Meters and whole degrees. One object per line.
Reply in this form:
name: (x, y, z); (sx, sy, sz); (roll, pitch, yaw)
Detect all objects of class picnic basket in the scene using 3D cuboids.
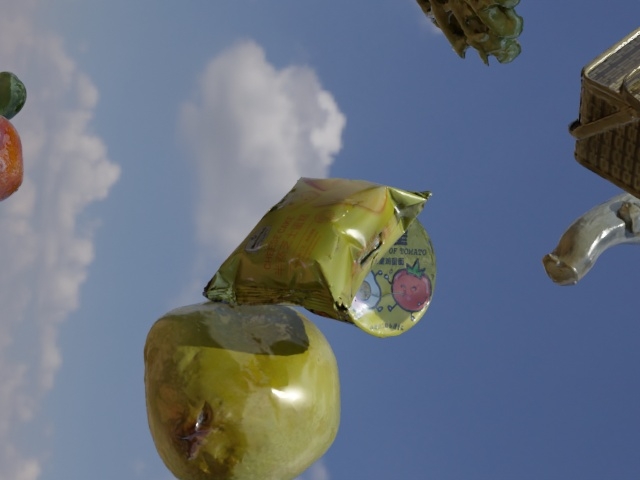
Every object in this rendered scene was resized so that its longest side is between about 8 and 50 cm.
picnic basket: (0.503, -0.157, 1.520); (0.313, 0.228, 0.175); (37, -30, 35)

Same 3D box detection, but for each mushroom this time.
mushroom: (0.444, -0.015, 1.771); (0.099, 0.278, 0.096); (22, -51, 57)

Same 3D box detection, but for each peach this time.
peach: (-0.119, 0.236, 1.758); (0.315, 0.314, 0.281); (-107, -149, -68)

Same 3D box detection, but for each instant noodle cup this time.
instant noodle cup: (0.050, 0.043, 1.662); (0.144, 0.182, 0.182); (0, -94, 51)

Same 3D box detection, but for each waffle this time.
waffle: (0.127, -0.353, 1.356); (0.317, 0.073, 0.297); (54, -6, 37)

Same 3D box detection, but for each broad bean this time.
broad bean: (-0.400, -0.171, 1.452); (0.045, 0.083, 0.063); (54, 2, 38)

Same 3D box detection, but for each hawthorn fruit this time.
hawthorn fruit: (-0.293, -0.068, 1.024); (0.093, 0.081, 0.081); (72, 10, -61)

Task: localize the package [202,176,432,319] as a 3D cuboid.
package: (0.000, 0.000, 1.206); (0.226, 0.168, 0.090); (-50, 136, -45)
